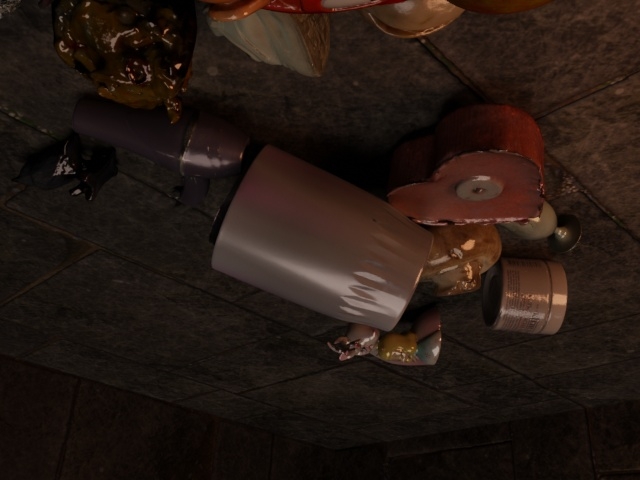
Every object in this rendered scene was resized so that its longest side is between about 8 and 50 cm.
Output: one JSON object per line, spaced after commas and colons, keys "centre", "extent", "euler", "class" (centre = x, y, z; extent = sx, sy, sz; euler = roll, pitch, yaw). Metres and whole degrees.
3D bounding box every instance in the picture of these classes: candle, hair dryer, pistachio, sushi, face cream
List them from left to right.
{"centre": [-0.257, -0.282, 0.931], "extent": [0.213, 0.203, 0.200], "euler": [5, 155, 7], "class": "sushi"}
{"centre": [-0.291, -0.135, 1.312], "extent": [0.301, 0.121, 0.361], "euler": [13, 155, -1], "class": "hair dryer"}
{"centre": [0.121, -0.333, 0.903], "extent": [0.185, 0.124, 0.124], "euler": [-6, 153, -16], "class": "pistachio"}
{"centre": [0.290, -0.126, 1.230], "extent": [0.287, 0.131, 0.317], "euler": [18, 157, -21], "class": "candle"}
{"centre": [0.472, 0.128, 1.607], "extent": [0.153, 0.177, 0.177], "euler": [4, 150, -1], "class": "face cream"}

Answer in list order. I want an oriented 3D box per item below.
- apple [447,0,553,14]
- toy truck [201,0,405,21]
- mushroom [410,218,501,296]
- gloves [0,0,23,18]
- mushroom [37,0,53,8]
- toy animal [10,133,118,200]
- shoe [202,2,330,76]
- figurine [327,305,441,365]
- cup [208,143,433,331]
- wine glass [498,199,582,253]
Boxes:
{"centre": [0.211, -0.377, 0.741], "extent": [0.227, 0.246, 0.246], "euler": [-18, 150, -4], "class": "apple"}
{"centre": [-0.022, -0.299, 0.641], "extent": [0.265, 0.239, 0.188], "euler": [0, 120, 11], "class": "toy truck"}
{"centre": [0.255, 0.026, 1.440], "extent": [0.255, 0.184, 0.255], "euler": [-9, 176, -1], "class": "mushroom"}
{"centre": [-0.442, -0.371, 0.923], "extent": [0.115, 0.070, 0.153], "euler": [17, 145, -23], "class": "gloves"}
{"centre": [-0.275, -0.459, 0.555], "extent": [0.314, 0.224, 0.397], "euler": [-24, 123, 39], "class": "mushroom"}
{"centre": [-0.510, -0.145, 1.315], "extent": [0.210, 0.121, 0.117], "euler": [3, 132, 14], "class": "toy animal"}
{"centre": [-0.097, -0.328, 0.912], "extent": [0.159, 0.124, 0.316], "euler": [7, 161, 22], "class": "shoe"}
{"centre": [0.166, 0.232, 1.836], "extent": [0.316, 0.206, 0.284], "euler": [1, 157, -9], "class": "figurine"}
{"centre": [0.000, 0.000, 1.265], "extent": [0.372, 0.253, 0.253], "euler": [23, 149, 1], "class": "cup"}
{"centre": [0.432, -0.043, 1.396], "extent": [0.202, 0.092, 0.093], "euler": [19, 147, -27], "class": "wine glass"}
